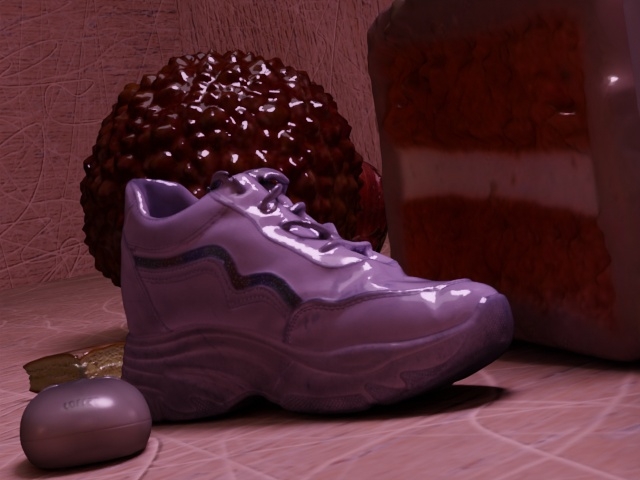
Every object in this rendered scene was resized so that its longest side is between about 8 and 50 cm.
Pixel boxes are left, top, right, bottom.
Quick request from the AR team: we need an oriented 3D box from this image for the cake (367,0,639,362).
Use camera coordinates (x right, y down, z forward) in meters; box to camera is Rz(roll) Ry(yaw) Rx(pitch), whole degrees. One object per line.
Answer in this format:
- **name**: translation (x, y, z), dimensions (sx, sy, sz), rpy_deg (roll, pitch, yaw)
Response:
- **cake**: translation (0.188, -0.058, 0.887), dimensions (0.230, 0.237, 0.309), rpy_deg (-13, 6, -24)

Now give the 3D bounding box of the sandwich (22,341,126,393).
- **sandwich**: translation (-0.161, 0.089, 1.005), dimensions (0.083, 0.031, 0.044), rpy_deg (-11, -2, -8)

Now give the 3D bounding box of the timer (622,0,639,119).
- **timer**: translation (0.244, -0.040, 0.599), dimensions (0.194, 0.195, 0.192), rpy_deg (-8, 2, 2)

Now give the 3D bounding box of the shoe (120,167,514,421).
- **shoe**: translation (-0.014, 0.022, 0.784), dimensions (0.245, 0.137, 0.095), rpy_deg (-7, 7, 34)

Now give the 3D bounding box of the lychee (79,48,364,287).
- **lychee**: translation (-0.093, -0.040, 1.365), dimensions (0.264, 0.300, 0.264), rpy_deg (10, 39, -8)

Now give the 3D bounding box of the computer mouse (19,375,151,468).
- **computer mouse**: translation (-0.119, 0.088, 0.738), dimensions (0.066, 0.039, 0.096), rpy_deg (-9, 2, -8)

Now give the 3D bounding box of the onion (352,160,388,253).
- **onion**: translation (0.000, 0.000, 1.548), dimensions (0.184, 0.147, 0.184), rpy_deg (-19, -37, -15)
